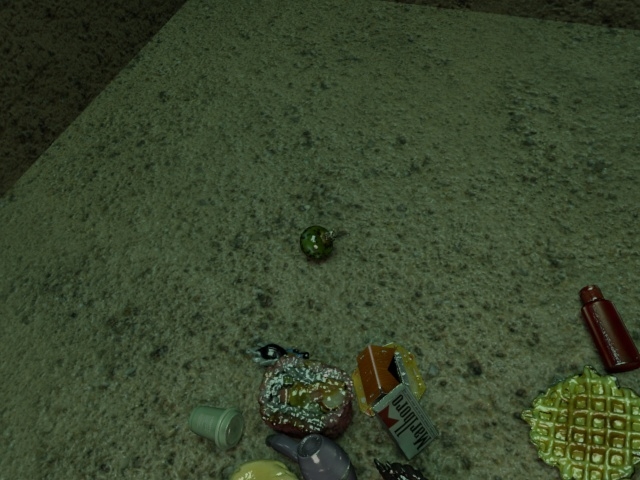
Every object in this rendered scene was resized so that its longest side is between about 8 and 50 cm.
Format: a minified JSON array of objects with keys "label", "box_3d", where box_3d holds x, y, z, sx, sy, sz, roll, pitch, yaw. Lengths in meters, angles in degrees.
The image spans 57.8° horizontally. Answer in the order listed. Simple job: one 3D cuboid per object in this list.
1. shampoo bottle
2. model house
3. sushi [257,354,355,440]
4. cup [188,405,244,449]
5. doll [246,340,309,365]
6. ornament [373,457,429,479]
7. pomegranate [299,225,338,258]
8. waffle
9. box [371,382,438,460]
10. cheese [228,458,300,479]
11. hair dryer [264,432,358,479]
[{"label":"shampoo bottle","box_3d":[0.830,0.251,1.683,0.102,0.064,0.260,-11,52,3]},{"label":"model house","box_3d":[0.185,0.370,1.669,0.207,0.136,0.219,-13,52,3]},{"label":"sushi","box_3d":[-0.033,0.445,1.634,0.270,0.171,0.237,9,55,14]},{"label":"cup","box_3d":[-0.301,0.528,1.659,0.141,0.120,0.120,4,54,25]},{"label":"doll","box_3d":[-0.135,0.354,1.784,0.195,0.070,0.096,9,40,8]},{"label":"ornament","box_3d":[0.234,0.616,1.415,0.106,0.251,0.260,-37,63,-17]},{"label":"pomegranate","box_3d":[0.000,0.000,1.979,0.161,0.122,0.122,-28,40,41]},{"label":"waffle","box_3d":[0.708,0.493,1.523,0.317,0.073,0.297,-33,49,-6]},{"label":"box","box_3d":[0.231,0.489,1.563,0.115,0.177,0.036,-37,12,-15]},{"label":"cheese","box_3d":[-0.157,0.681,1.515,0.226,0.117,0.214,7,49,21]},{"label":"hair dryer","box_3d":[-0.030,0.586,1.524,0.121,0.301,0.361,-44,29,-25]}]
